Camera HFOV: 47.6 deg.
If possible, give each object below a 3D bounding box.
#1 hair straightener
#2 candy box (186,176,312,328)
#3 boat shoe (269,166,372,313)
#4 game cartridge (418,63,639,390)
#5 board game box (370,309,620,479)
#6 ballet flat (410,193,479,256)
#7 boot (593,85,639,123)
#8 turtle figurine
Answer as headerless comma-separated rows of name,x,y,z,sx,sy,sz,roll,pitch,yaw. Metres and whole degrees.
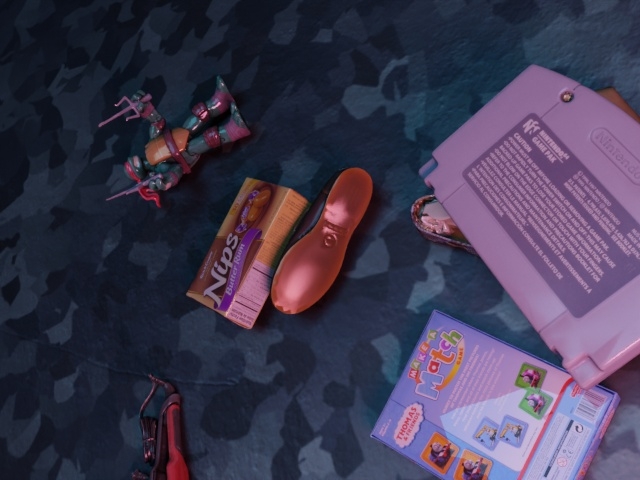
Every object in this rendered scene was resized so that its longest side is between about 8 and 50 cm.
hair straightener,-0.220,0.285,0.949,0.089,0.047,0.231,-25,59,19
candy box,-0.097,0.014,0.977,0.109,0.053,0.187,20,79,50
boat shoe,0.000,0.000,0.933,0.207,0.073,0.073,-57,14,-6
game cartridge,0.246,-0.030,0.714,0.198,0.062,0.297,-39,56,13
board game box,0.176,0.186,0.760,0.211,0.039,0.160,24,83,35
ballet flat,0.183,-0.015,0.826,0.188,0.070,0.070,11,75,33
boot,0.360,-0.069,0.730,0.236,0.089,0.270,-37,54,12
turtle figurine,-0.229,-0.150,1.100,0.234,0.118,0.175,-29,71,-1
